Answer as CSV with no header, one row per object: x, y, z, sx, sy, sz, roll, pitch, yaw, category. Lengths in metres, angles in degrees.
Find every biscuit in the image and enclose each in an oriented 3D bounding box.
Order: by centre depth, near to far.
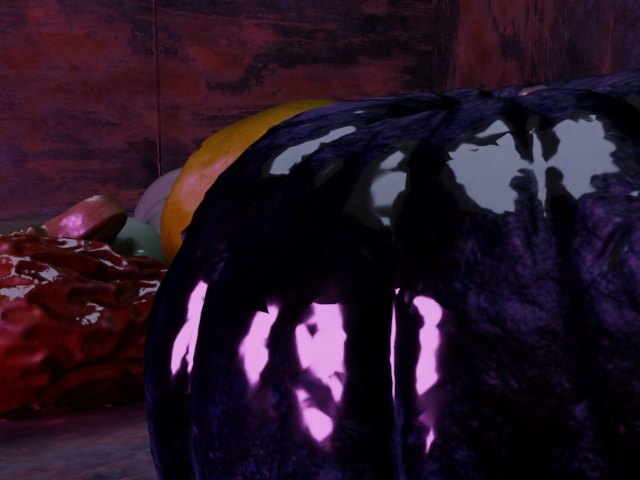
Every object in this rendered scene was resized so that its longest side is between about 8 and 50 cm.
-0.329,0.044,0.964,0.320,0.047,0.183,-26,-14,-22,biscuit

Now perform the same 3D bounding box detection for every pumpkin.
0.095,0.055,0.498,0.363,0.266,0.363,-2,11,0,pumpkin

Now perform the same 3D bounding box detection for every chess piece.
-0.187,0.020,1.212,0.195,0.194,0.299,2,10,19,chess piece

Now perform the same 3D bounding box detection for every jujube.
-0.213,0.074,0.887,0.230,0.155,0.155,3,3,-38,jujube

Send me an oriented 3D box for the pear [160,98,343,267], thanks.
0.000,0.000,1.009,0.294,0.294,0.294,0,6,0,pear
